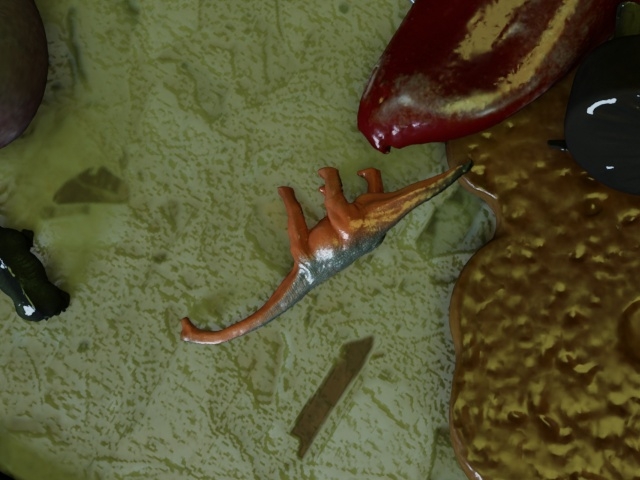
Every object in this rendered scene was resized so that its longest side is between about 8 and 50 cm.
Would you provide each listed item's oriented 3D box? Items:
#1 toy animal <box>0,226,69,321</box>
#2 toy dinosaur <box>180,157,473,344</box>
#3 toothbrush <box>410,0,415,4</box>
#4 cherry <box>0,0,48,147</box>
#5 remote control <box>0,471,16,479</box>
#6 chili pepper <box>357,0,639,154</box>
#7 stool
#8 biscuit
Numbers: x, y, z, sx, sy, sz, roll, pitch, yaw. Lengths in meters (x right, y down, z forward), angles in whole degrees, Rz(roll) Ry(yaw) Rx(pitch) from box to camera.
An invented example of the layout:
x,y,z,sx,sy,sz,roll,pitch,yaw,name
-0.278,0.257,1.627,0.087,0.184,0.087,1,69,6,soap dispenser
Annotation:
x,y,z,sx,sy,sz,roll,pitch,yaw,name
-0.256,0.009,1.291,0.047,0.065,0.136,-32,93,2,toy animal
-0.004,-0.002,1.279,0.279,0.055,0.101,-28,56,27,toy dinosaur
0.038,-0.245,1.291,0.021,0.024,0.288,-39,93,5,toothbrush
-0.333,-0.160,1.208,0.239,0.206,0.239,2,103,9,cherry
-0.220,0.251,1.327,0.212,0.028,0.059,32,90,-2,remote control
0.136,-0.157,1.234,0.144,0.136,0.253,39,86,-17,chili pepper
0.271,-0.102,1.165,0.125,0.217,0.121,51,49,-37,stool
0.272,0.055,1.237,0.349,0.078,0.455,-1,77,10,biscuit
